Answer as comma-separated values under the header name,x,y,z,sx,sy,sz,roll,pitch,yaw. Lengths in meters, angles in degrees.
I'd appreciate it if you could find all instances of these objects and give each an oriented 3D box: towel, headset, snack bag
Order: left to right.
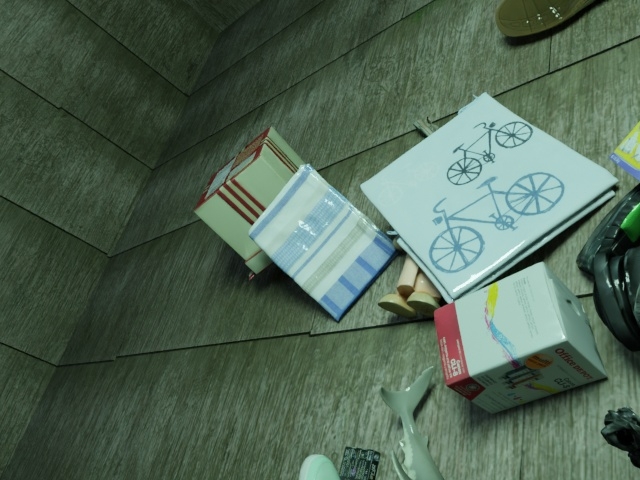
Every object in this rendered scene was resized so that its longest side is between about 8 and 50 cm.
name,x,y,z,sx,sy,sz,roll,pitch,yaw
towel,0.000,0.000,1.192,0.285,0.034,0.209,43,97,15
snack bag,0.260,-0.089,0.984,0.323,0.037,0.342,-37,46,1
headset,0.413,0.061,0.631,0.243,0.185,0.394,5,65,54

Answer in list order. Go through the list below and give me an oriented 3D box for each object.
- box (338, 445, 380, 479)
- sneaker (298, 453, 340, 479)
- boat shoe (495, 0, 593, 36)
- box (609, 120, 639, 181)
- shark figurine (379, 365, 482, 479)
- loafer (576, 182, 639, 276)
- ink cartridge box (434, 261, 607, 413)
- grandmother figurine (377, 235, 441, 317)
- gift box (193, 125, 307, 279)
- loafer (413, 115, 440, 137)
name,x,y,z,sx,sy,sz,roll,pitch,yaw
box,0.060,0.386,0.931,0.067,0.018,0.083,-15,49,45
sneaker,0.057,0.420,0.820,0.151,0.094,0.256,-40,48,29
boat shoe,0.506,-0.509,1.142,0.302,0.109,0.098,-24,3,38
box,0.455,-0.151,0.704,0.179,0.043,0.105,-55,12,23
shark figurine,0.166,0.326,0.811,0.116,0.166,0.278,-16,24,10
loafer,0.427,-0.023,0.810,0.170,0.062,0.061,-50,10,1
ink cartridge box,0.273,0.140,0.787,0.176,0.128,0.127,-32,38,31
grandmother figurine,0.215,-0.030,1.053,0.208,0.104,0.342,-4,59,40
gift box,-0.134,-0.076,1.381,0.255,0.258,0.276,-34,24,25
loafer,0.247,-0.249,1.267,0.039,0.045,0.125,-40,32,9
